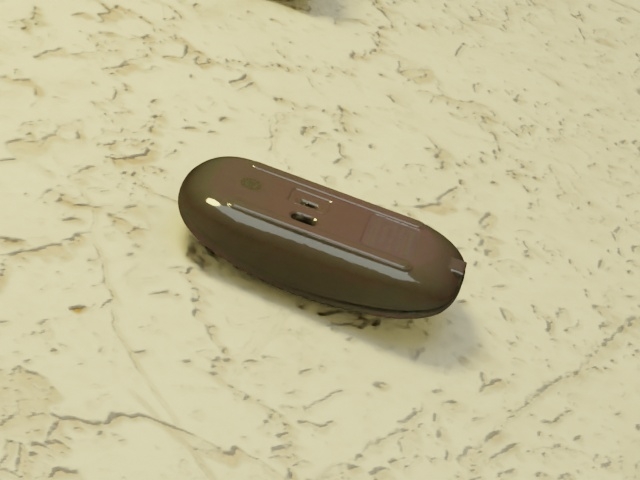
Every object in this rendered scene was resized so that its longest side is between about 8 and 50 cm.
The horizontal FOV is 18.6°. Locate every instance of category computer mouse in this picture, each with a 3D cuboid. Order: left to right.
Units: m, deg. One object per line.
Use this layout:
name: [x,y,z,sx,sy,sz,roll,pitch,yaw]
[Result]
computer mouse: [-0.001,0.001,1.530,0.232,0.057,0.120,20,32,1]
